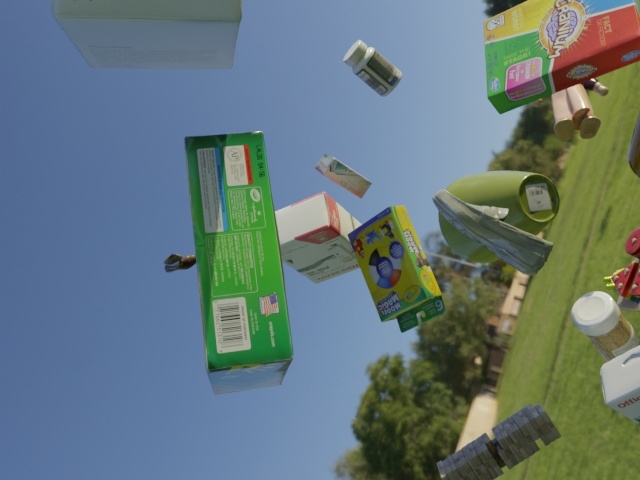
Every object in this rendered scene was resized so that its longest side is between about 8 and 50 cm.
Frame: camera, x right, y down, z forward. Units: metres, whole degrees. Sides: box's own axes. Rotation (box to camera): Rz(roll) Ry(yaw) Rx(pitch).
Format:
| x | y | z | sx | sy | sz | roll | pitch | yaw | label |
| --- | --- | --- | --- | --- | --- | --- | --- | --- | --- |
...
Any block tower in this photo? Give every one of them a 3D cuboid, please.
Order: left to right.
| x | y | z | sx | sy | sz | roll | pitch | yaw | label |
| --- | --- | --- | --- | --- | --- | --- | --- | --- | --- |
| 0.492 | 0.585 | 1.883 | 0.335 | 0.097 | 0.091 | -33 | 4 | 5 | block tower |

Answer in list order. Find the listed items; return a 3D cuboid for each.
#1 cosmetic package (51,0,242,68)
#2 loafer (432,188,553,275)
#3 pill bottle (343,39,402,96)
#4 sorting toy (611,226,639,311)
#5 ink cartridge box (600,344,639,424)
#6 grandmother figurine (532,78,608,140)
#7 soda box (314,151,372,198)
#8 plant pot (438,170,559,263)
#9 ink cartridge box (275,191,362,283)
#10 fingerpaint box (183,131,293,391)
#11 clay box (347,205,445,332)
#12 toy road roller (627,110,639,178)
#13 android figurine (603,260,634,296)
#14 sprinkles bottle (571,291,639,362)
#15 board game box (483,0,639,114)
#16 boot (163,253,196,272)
| x | y | z | sx | sy | sz | roll | pitch | yaw | label |
| --- | --- | --- | --- | --- | --- | --- | --- | --- | --- |
| -0.330 | -0.540 | 1.338 | 0.393 | 0.327 | 0.330 | -167 | 76 | -80 | cosmetic package |
| 0.426 | -0.039 | 1.690 | 0.111 | 0.319 | 0.112 | -55 | -7 | 3 | loafer |
| 0.128 | -0.426 | 1.673 | 0.078 | 0.137 | 0.078 | -46 | 19 | 22 | pill bottle |
| 0.951 | 0.074 | 1.958 | 0.255 | 0.089 | 0.257 | 164 | 130 | -84 | sorting toy |
| 0.854 | 0.371 | 1.633 | 0.201 | 0.278 | 0.117 | -47 | 19 | 41 | ink cartridge box |
| 0.714 | -0.431 | 1.942 | 0.104 | 0.207 | 0.343 | 91 | -179 | -49 | grandmother figurine |
| 0.071 | -0.196 | 2.060 | 0.183 | 0.058 | 0.063 | 27 | -79 | -42 | soda box |
| 0.526 | -0.089 | 1.920 | 0.275 | 0.274 | 0.293 | -69 | 14 | -16 | plant pot |
| 0.000 | 0.000 | 1.918 | 0.283 | 0.207 | 0.117 | 37 | -142 | -52 | ink cartridge box |
| -0.167 | 0.063 | 1.381 | 0.371 | 0.163 | 0.445 | 109 | 153 | -69 | fingerpaint box |
| 0.145 | 0.059 | 1.307 | 0.053 | 0.127 | 0.222 | -4 | -113 | -44 | clay box |
| 0.651 | -0.130 | 1.178 | 0.329 | 0.240 | 0.203 | -47 | -34 | -34 | toy road roller |
| 1.055 | 0.122 | 2.170 | 0.248 | 0.272 | 0.056 | -49 | -54 | -63 | android figurine |
| 0.848 | 0.292 | 1.928 | 0.355 | 0.121 | 0.121 | 44 | -123 | -29 | sprinkles bottle |
| 0.507 | -0.430 | 1.433 | 0.064 | 0.316 | 0.242 | 36 | -132 | -41 | board game box |
| -0.398 | 0.055 | 1.937 | 0.106 | 0.037 | 0.114 | -26 | -12 | -19 | boot |
